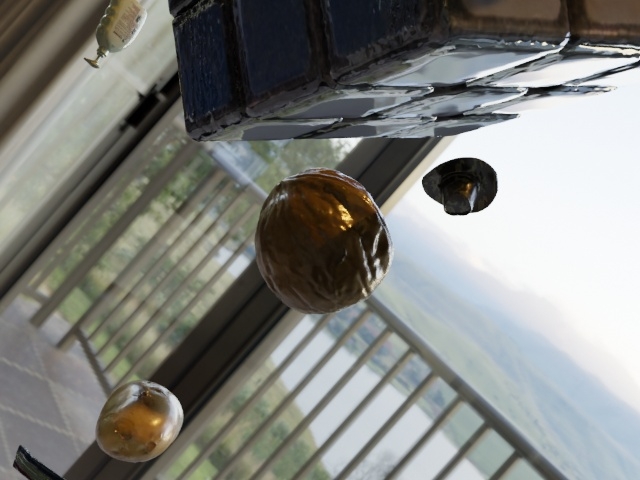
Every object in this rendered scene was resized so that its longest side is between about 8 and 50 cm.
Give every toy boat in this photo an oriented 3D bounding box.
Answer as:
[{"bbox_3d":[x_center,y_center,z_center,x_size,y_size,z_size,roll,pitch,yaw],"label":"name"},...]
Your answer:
[{"bbox_3d":[-0.474,0.430,1.358,0.229,0.046,0.080,19,-36,38],"label":"toy boat"}]

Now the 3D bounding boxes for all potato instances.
[{"bbox_3d":[-0.267,0.267,1.141,0.119,0.109,0.178,29,5,-5],"label":"potato"}]

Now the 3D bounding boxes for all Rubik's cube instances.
[{"bbox_3d":[0.077,-0.242,0.561,0.304,0.305,0.301,-9,2,-36],"label":"Rubik's cube"}]

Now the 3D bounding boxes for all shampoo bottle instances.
[{"bbox_3d":[-0.391,-0.389,1.453,0.045,0.151,0.077,14,-17,39],"label":"shampoo bottle"}]

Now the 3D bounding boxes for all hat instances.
[{"bbox_3d":[0.196,-0.067,1.085,0.121,0.121,0.050,41,45,-36],"label":"hat"}]

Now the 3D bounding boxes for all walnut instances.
[{"bbox_3d":[0.000,0.000,1.168,0.228,0.228,0.228,42,1,-1],"label":"walnut"}]
